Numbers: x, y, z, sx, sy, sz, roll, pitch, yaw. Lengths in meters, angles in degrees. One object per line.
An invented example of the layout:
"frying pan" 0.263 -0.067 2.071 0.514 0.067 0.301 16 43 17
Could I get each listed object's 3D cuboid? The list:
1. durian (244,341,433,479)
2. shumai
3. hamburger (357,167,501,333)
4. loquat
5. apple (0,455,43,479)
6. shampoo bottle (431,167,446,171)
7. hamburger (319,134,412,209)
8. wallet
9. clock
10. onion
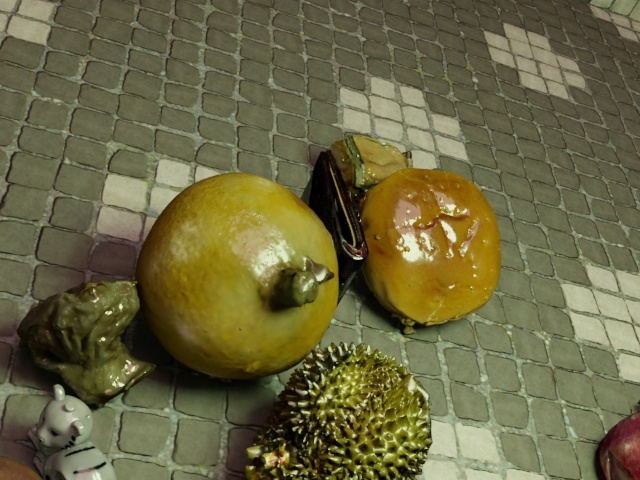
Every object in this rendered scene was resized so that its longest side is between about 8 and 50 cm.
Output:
"durian" 0.028 0.298 1.294 0.258 0.258 0.293 35 52 7
"shumai" -0.335 0.154 1.281 0.166 0.206 0.175 -20 81 -47
"hamburger" 0.203 0.015 1.671 0.290 0.170 0.314 -4 76 -20
"loquat" -0.112 0.062 1.356 0.329 0.328 0.359 -7 9 -33
"apple" -0.412 0.386 0.955 0.306 0.235 0.305 14 45 -14
"shampoo bottle" 0.221 -0.068 1.872 0.104 0.061 0.258 40 43 9
"hamburger" 0.107 -0.127 1.844 0.208 0.135 0.155 0 63 -47
"wallet" 0.000 0.000 1.569 0.072 0.220 0.262 4 48 -19
"clock" -0.331 0.291 1.180 0.080 0.117 0.176 -15 58 -38
"onion" 0.644 0.385 1.534 0.256 0.230 0.272 -11 62 -35
